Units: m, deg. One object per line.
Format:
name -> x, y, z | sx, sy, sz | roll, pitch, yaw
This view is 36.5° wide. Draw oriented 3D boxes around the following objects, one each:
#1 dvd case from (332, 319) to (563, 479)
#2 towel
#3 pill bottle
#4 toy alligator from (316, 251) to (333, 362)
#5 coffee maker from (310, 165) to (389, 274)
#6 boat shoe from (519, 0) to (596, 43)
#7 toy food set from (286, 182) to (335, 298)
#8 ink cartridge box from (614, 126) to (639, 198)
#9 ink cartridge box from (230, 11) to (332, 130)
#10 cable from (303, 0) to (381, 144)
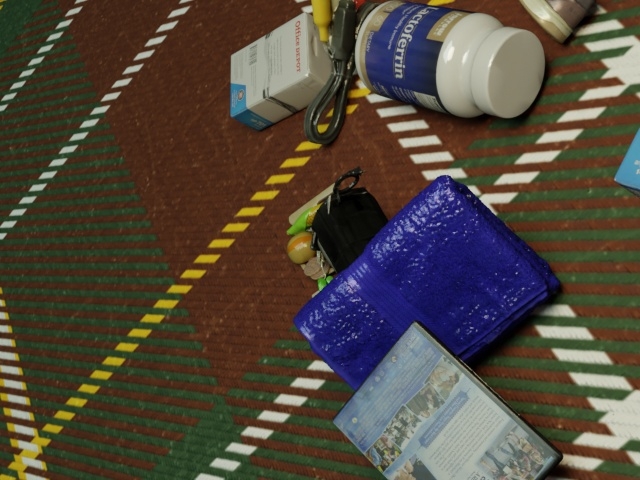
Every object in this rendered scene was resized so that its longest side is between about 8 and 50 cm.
dvd case -> 0.155, 0.249, 1.229 | 0.253, 0.022, 0.180 | 43, 102, 24
towel -> 0.138, 0.089, 1.297 | 0.308, 0.227, 0.076 | -46, 9, 17
pill bottle -> 0.189, -0.267, 1.441 | 0.264, 0.153, 0.153 | 23, 89, 45
toy alligator -> 0.023, 0.097, 1.510 | 0.051, 0.056, 0.190 | -2, 69, -1
coffee maker -> 0.065, 0.020, 1.420 | 0.120, 0.171, 0.178 | -28, 57, -5
boat shoe -> 0.311, -0.413, 1.433 | 0.092, 0.103, 0.285 | -37, 54, 19
toy food set -> 0.000, 0.000, 1.581 | 0.132, 0.038, 0.192 | -37, 51, 25
ink cartridge box -> 0.544, -0.180, 1.035 | 0.285, 0.166, 0.395 | 28, 92, 57
ink cartridge box -> -0.070, -0.301, 1.744 | 0.190, 0.082, 0.140 | -21, 59, 34
cable -> 0.031, -0.308, 1.654 | 0.072, 0.139, 0.287 | 24, 109, 48
